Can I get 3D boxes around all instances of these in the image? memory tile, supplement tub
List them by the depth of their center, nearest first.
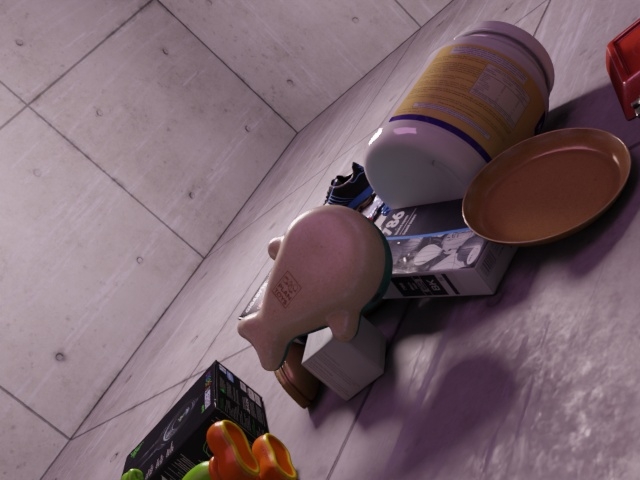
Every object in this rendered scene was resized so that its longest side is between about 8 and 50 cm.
[{"bbox_3d":[0.249,-0.201,1.333,0.331,0.241,0.241,-54,15,-28],"label":"supplement tub"},{"bbox_3d":[0.094,-0.095,2.019,0.113,0.012,0.148,-43,14,18],"label":"memory tile"}]

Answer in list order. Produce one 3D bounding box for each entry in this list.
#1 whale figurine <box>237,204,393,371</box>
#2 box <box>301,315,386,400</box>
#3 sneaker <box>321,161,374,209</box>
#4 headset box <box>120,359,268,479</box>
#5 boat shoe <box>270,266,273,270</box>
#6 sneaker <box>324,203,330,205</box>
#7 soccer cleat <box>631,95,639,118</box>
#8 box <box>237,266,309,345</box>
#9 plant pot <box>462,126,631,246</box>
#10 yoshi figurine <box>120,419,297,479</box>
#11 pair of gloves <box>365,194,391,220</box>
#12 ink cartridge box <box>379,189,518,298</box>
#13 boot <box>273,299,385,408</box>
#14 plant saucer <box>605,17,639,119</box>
[{"bbox_3d":[-0.004,0.076,1.166,0.272,0.141,0.216,-51,57,12],"label":"whale figurine"},{"bbox_3d":[0.040,0.174,1.214,0.087,0.102,0.101,-43,15,25],"label":"box"},{"bbox_3d":[0.042,-0.107,1.987,0.232,0.090,0.081,-42,15,21],"label":"sneaker"},{"bbox_3d":[-0.236,0.393,1.386,0.283,0.131,0.246,-47,13,3],"label":"headset box"},{"bbox_3d":[-0.083,0.107,1.822,0.073,0.080,0.223,-64,-5,3],"label":"boat shoe"},{"bbox_3d":[0.000,0.000,1.846,0.151,0.094,0.256,-41,16,2],"label":"sneaker"},{"bbox_3d":[0.443,-0.138,0.870,0.121,0.093,0.289,-35,18,22],"label":"soccer cleat"},{"bbox_3d":[-0.030,0.076,1.377,0.175,0.051,0.220,5,56,53],"label":"box"},{"bbox_3d":[0.314,-0.071,1.067,0.236,0.032,0.236,-24,34,17],"label":"plant pot"},{"bbox_3d":[-0.217,0.419,1.170,0.362,0.203,0.203,-48,-3,9],"label":"yoshi figurine"},{"bbox_3d":[0.172,-0.106,1.787,0.159,0.023,0.198,-55,14,-21],"label":"pair of gloves"},{"bbox_3d":[0.162,0.015,1.225,0.333,0.065,0.165,-10,39,50],"label":"ink cartridge box"},{"bbox_3d":[0.037,0.143,1.350,0.269,0.089,0.236,-41,21,10],"label":"boot"},{"bbox_3d":[0.549,-0.325,1.173,0.259,0.048,0.258,-41,15,29],"label":"plant saucer"}]
